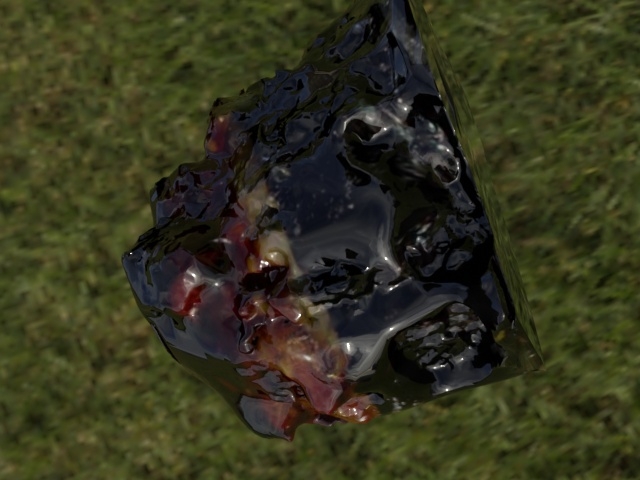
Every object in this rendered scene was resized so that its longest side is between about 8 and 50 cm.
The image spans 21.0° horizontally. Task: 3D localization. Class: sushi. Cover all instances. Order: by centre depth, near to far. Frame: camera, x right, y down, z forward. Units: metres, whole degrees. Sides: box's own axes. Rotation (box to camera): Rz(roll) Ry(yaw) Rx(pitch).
[{"bbox_3d":[0.000,0.000,0.748,0.150,0.153,0.172,-20,63,9],"label":"sushi"}]
